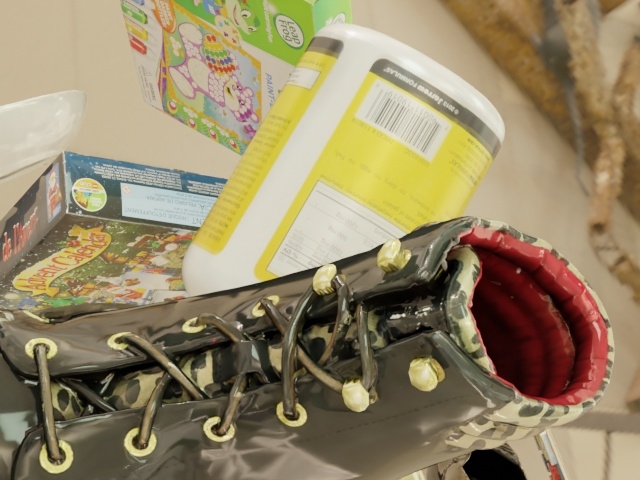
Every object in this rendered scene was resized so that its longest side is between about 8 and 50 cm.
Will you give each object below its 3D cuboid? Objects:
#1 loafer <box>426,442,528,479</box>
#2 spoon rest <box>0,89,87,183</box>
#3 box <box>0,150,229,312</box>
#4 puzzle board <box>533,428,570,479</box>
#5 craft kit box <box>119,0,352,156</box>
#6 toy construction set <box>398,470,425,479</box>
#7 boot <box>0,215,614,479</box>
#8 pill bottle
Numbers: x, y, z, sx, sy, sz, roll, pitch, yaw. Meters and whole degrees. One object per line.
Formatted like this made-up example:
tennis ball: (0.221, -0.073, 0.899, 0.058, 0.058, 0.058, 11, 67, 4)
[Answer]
loafer: (0.130, 0.190, 1.011, 0.080, 0.078, 0.220, 35, 16, -1)
spoon rest: (-0.314, -0.068, 1.063, 0.276, 0.137, 0.084, -27, 93, -26)
box: (-0.147, 0.020, 0.905, 0.159, 0.233, 0.044, 7, 63, -33)
puzzle board: (0.192, 0.195, 1.054, 0.096, 0.011, 0.128, 54, 14, -79)
craft kit box: (-0.077, -0.177, 1.197, 0.246, 0.250, 0.061, 27, 58, 25)
toy construction set: (0.120, 0.299, 1.617, 0.328, 0.151, 0.215, 53, 25, -24)
boot: (-0.039, 0.040, 0.406, 0.236, 0.178, 0.085, 14, 58, -46)
pill bottle: (0.000, 0.000, 0.617, 0.103, 0.103, 0.184, 32, 86, -21)
